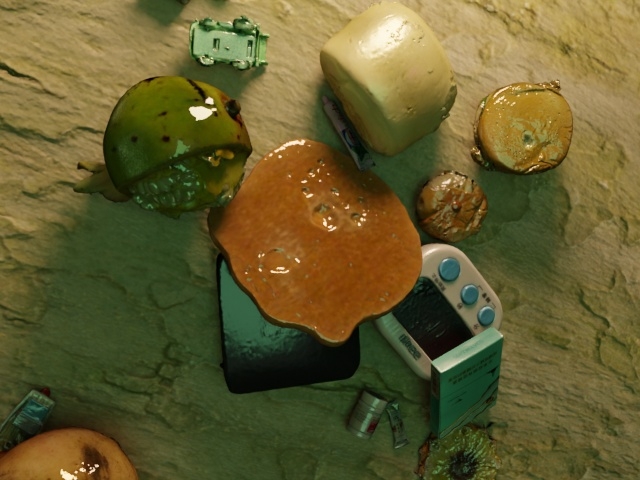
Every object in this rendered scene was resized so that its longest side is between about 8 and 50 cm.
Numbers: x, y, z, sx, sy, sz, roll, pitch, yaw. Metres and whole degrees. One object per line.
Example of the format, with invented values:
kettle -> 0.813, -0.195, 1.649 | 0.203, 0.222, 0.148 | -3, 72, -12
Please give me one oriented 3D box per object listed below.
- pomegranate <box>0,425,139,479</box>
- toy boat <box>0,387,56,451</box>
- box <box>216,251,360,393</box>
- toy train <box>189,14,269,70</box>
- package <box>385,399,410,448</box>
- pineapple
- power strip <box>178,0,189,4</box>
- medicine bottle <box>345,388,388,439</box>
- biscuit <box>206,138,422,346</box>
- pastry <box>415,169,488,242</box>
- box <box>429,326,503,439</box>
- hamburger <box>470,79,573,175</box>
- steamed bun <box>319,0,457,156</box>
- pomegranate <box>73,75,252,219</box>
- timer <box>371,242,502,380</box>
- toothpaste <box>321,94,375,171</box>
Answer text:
pomegranate -> -0.476, 0.482, 1.232 | 0.322, 0.322, 0.322 | -2, 98, -13
toy boat -> -0.564, 0.357, 1.315 | 0.069, 0.059, 0.173 | 37, 88, -15
box -> -0.063, 0.147, 1.397 | 0.289, 0.073, 0.290 | -6, 98, -13
toy train -> -0.168, -0.363, 1.304 | 0.149, 0.081, 0.099 | 1, 98, -8
package -> 0.164, 0.397, 1.514 | 0.037, 0.015, 0.110 | -20, 103, -15
pineapple -> 0.311, 0.488, 1.545 | 0.221, 0.047, 0.221 | -1, 97, -13
power strip -> -0.199, -0.528, 1.279 | 0.145, 0.061, 0.216 | 32, 90, -14
medicine bottle -> 0.097, 0.365, 1.471 | 0.058, 0.058, 0.091 | 25, 92, -15
biscuit -> -0.001, 0.001, 1.338 | 0.365, 0.062, 0.385 | -40, 87, -22
pastry -> 0.268, -0.067, 1.442 | 0.153, 0.081, 0.153 | -5, 108, -16
box -> 0.299, 0.298, 1.451 | 0.162, 0.041, 0.229 | -25, 134, -19
hamburger -> 0.401, -0.225, 1.431 | 0.215, 0.122, 0.189 | -17, 95, -6
steamed bun -> 0.139, -0.315, 1.333 | 0.232, 0.166, 0.273 | -32, 103, -5
pomegranate -> -0.278, -0.153, 1.227 | 0.340, 0.260, 0.260 | -16, 102, 15
timer -> 0.238, 0.146, 1.458 | 0.237, 0.087, 0.262 | -41, 106, -4
toothpaste -> 0.050, -0.211, 1.377 | 0.045, 0.028, 0.170 | -28, 84, -41
